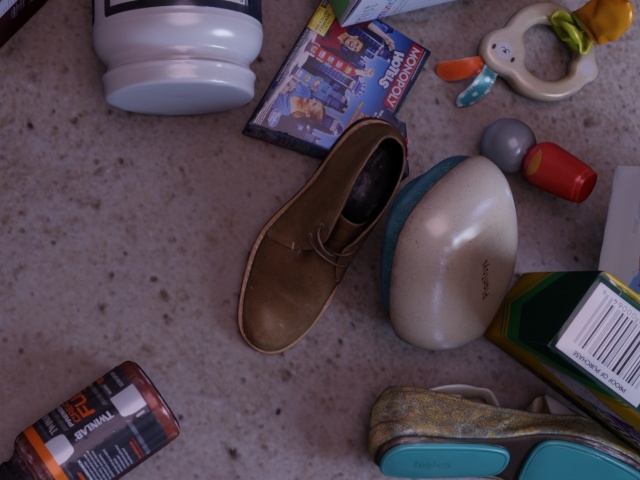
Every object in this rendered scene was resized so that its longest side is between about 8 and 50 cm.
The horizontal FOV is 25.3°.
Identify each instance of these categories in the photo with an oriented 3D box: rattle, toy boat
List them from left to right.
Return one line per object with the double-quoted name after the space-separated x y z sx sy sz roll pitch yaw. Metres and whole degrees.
0.173 -0.022 1.642 0.148 0.267 0.318 32 56 28 "toy boat"
0.256 -0.225 1.710 0.200 0.143 0.130 -8 102 -18 "rattle"

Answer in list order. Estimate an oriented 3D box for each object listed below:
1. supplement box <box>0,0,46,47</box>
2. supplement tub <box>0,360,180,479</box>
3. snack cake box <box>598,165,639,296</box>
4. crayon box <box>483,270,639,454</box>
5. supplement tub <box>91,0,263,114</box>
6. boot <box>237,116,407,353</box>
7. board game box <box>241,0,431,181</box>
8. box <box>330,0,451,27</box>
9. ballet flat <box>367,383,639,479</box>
-0.397 -0.279 1.556 0.129 0.191 0.194 42 76 -3 "supplement box"
-0.259 0.225 1.557 0.198 0.106 0.106 -35 90 -14 "supplement tub"
0.431 0.025 1.661 0.264 0.089 0.152 23 76 -46 "snack cake box"
0.376 0.179 1.578 0.363 0.313 0.106 37 84 -4 "crayon box"
-0.162 -0.291 1.605 0.191 0.191 0.272 -1 83 -11 "supplement tub"
0.000 0.000 1.611 0.112 0.115 0.305 29 97 -12 "boot"
0.040 -0.163 1.695 0.194 0.060 0.194 32 77 -7 "board game box"
0.093 -0.411 1.674 0.231 0.127 0.262 -18 79 -22 "box"
0.223 0.227 1.658 0.349 0.123 0.123 9 80 -12 "ballet flat"
